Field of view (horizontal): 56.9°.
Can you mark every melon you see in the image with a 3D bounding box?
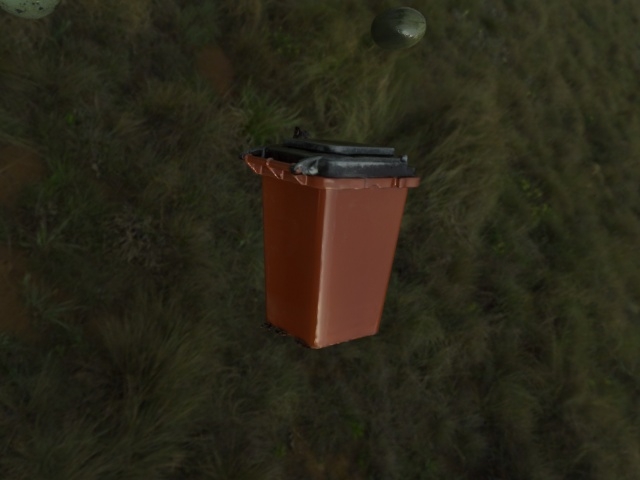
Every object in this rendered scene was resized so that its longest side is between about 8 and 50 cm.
[{"bbox_3d":[0.180,-0.488,1.362,0.098,0.130,0.098,6,90,-65],"label":"melon"}]

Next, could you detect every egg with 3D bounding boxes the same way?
[{"bbox_3d":[-0.611,-0.532,1.193,0.181,0.141,0.141,29,35,-65],"label":"egg"}]

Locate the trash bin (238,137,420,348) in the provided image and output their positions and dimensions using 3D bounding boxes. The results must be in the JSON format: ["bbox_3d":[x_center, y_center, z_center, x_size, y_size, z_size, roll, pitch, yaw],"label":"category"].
[{"bbox_3d":[0.000,0.000,0.714,0.184,0.161,0.239,-4,105,-40],"label":"trash bin"}]

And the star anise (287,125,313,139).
[{"bbox_3d":[-0.046,-0.091,1.064,0.073,0.234,0.177,5,45,-27],"label":"star anise"}]
